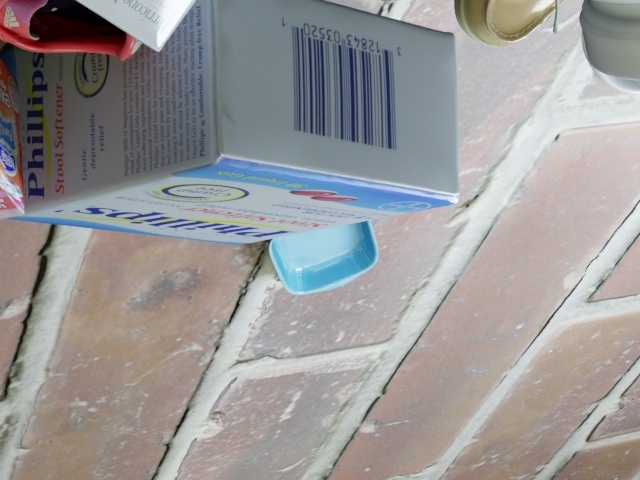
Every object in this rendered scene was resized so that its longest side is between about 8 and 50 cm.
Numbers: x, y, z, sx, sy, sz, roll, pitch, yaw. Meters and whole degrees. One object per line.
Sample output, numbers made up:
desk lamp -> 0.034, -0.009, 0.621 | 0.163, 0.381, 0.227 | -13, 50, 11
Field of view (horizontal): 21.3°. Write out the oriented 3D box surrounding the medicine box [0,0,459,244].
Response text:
medicine box -> -0.077, -0.094, 1.390 | 0.263, 0.149, 0.289 | 7, 167, -42

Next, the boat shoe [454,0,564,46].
boat shoe -> 0.210, -0.268, 1.356 | 0.104, 0.089, 0.285 | 18, 114, -37

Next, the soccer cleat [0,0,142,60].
soccer cleat -> -0.240, -0.181, 1.212 | 0.248, 0.095, 0.083 | 9, 124, -8

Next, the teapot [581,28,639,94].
teapot -> 0.349, -0.265, 1.418 | 0.187, 0.256, 0.252 | 17, 162, -24

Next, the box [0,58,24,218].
box -> -0.367, -0.073, 1.305 | 0.256, 0.128, 0.122 | -11, 154, 8

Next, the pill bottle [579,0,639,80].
pill bottle -> 0.232, -0.275, 1.219 | 0.169, 0.169, 0.301 | -18, 117, -6

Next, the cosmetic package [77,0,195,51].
cosmetic package -> -0.135, -0.273, 1.055 | 0.225, 0.138, 0.224 | -52, 147, 6

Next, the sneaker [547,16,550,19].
sneaker -> 0.233, -0.273, 1.452 | 0.170, 0.089, 0.051 | -36, 150, 27

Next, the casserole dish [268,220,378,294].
casserole dish -> 0.000, 0.000, 1.850 | 0.114, 0.037, 0.188 | -21, 154, -1
